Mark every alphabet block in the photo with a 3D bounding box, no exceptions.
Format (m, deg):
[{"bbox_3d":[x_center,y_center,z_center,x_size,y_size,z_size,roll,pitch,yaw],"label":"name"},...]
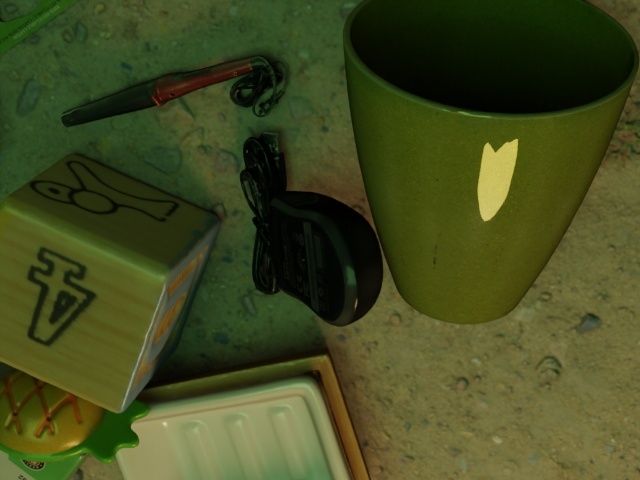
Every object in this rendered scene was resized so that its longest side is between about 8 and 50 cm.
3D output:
[{"bbox_3d":[-0.251,0.043,1.515,0.197,0.192,0.193,24,112,6],"label":"alphabet block"}]

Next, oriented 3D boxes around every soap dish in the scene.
[{"bbox_3d":[-0.086,0.249,1.587,0.291,0.118,0.228,-13,106,18],"label":"soap dish"}]

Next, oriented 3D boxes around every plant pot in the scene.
[{"bbox_3d":[0.150,-0.070,1.350,0.275,0.274,0.293,11,127,10],"label":"plant pot"}]

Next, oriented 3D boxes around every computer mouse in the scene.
[{"bbox_3d":[0.000,0.000,1.432,0.072,0.272,0.188,-12,112,-23],"label":"computer mouse"}]

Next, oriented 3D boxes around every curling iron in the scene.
[{"bbox_3d":[-0.166,-0.155,1.502,0.274,0.035,0.068,-7,107,17],"label":"curling iron"}]

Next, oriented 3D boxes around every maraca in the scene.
[{"bbox_3d":[-0.287,0.195,1.520,0.186,0.127,0.099,7,143,7],"label":"maraca"}]

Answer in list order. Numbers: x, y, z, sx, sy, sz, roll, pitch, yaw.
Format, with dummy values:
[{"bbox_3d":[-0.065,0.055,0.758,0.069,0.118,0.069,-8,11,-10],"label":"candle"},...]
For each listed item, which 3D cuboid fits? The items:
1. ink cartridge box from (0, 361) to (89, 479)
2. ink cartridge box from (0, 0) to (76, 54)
[{"bbox_3d":[-0.422,0.272,1.679,0.211,0.121,0.289,37,114,-2],"label":"ink cartridge box"},{"bbox_3d":[-0.392,-0.331,1.462,0.189,0.097,0.255,-30,99,22],"label":"ink cartridge box"}]
